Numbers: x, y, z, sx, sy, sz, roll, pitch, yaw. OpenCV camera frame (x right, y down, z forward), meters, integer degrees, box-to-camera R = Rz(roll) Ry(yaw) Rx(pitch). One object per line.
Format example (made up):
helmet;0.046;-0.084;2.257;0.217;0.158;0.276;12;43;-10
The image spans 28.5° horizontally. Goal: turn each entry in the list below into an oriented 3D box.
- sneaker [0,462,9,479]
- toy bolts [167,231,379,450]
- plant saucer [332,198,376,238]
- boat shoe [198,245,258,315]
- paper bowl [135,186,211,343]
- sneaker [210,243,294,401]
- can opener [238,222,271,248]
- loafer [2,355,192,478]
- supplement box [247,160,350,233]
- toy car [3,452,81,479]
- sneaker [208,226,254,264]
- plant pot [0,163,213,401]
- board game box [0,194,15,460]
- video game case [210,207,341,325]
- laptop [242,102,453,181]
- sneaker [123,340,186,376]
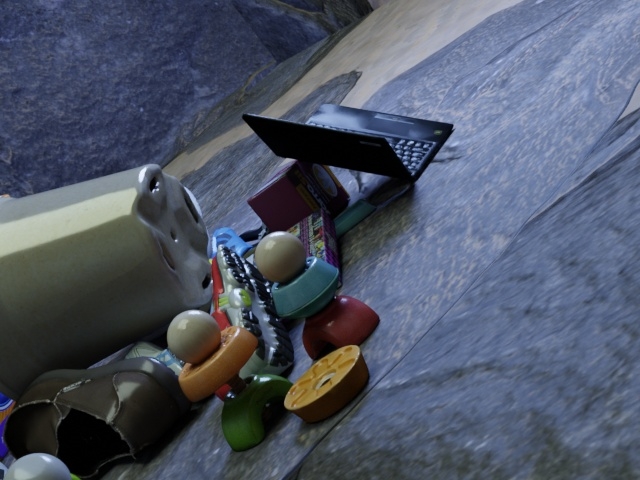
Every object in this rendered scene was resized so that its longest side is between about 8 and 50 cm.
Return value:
sneaker;-0.419;0.316;1.560;0.122;0.146;0.330;-34;-8;-16
toy bolts;-0.041;0.092;1.405;0.218;0.158;0.228;-23;20;49
plant saucer;0.000;0.000;1.922;0.192;0.018;0.067;-37;13;-2
boat shoe;-0.130;0.076;1.969;0.153;0.048;0.056;-50;20;-23
paper bowl;-0.295;0.034;2.135;0.284;0.148;0.284;-20;62;44
sneaker;-0.118;0.104;1.618;0.118;0.107;0.279;-45;25;17
can opener;-0.095;-0.001;2.123;0.186;0.073;0.059;-24;58;56
loafer;-0.332;0.249;1.696;0.366;0.133;0.130;-25;18;44
supplement box;-0.031;-0.066;1.988;0.081;0.104;0.188;-34;6;21
toy car;-0.292;0.332;1.352;0.136;0.159;0.182;12;41;27
sneaker;-0.140;0.029;2.098;0.082;0.069;0.209;-13;20;3
plant pot;-0.337;0.039;1.867;0.306;0.333;0.334;-22;17;15
board game box;-0.717;0.176;2.263;0.357;0.356;0.356;-11;22;16
video game case;-0.067;0.063;1.797;0.210;0.042;0.232;-36;18;11
laptop;0.047;-0.180;1.916;0.234;0.136;0.264;13;39;23
sneaker;-0.209;0.189;1.731;0.237;0.085;0.086;-2;64;63
